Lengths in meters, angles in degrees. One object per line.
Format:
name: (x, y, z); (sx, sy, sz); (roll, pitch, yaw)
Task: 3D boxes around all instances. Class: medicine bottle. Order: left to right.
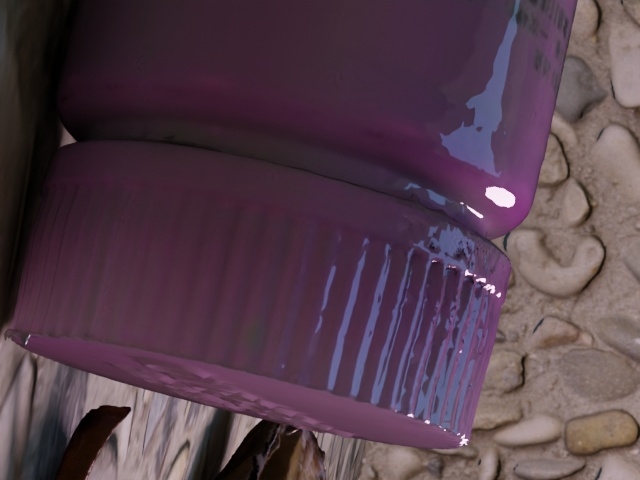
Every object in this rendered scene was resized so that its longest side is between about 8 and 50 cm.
medicine bottle: (0.003, -0.082, 0.715); (0.178, 0.178, 0.291); (71, 32, -79)

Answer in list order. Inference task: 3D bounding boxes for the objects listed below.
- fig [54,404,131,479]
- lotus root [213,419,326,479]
fig: (-0.081, 0.156, 0.822); (0.201, 0.133, 0.146); (59, 10, -51)
lotus root: (-0.056, 0.238, 1.303); (0.329, 0.078, 0.167); (-75, 151, -53)
